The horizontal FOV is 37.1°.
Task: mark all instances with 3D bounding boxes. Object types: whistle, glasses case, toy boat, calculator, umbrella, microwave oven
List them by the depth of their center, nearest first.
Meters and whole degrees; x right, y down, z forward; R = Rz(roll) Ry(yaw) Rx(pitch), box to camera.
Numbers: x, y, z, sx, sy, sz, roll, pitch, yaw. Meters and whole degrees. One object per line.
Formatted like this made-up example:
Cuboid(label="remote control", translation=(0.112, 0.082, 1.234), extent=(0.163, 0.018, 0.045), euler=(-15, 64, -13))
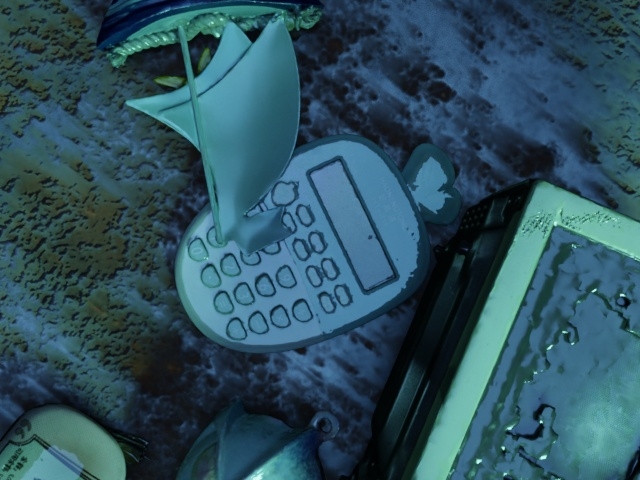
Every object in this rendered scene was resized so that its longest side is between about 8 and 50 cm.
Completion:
Cuboid(label="microwave oven", translation=(0.163, 0.149, 0.813), extent=(0.218, 0.286, 0.355), euler=(23, 89, -1))
Cuboid(label="whistle", translation=(-0.112, 0.277, 0.884), extent=(0.346, 0.134, 0.142), euler=(-43, 94, 6))
Cuboid(label="glasses case", translation=(-0.307, 0.294, 0.888), extent=(0.122, 0.075, 0.314), euler=(38, 87, -4))
Cuboid(label="toy boat", translation=(-0.089, -0.131, 0.899), extent=(0.220, 0.067, 0.291), euler=(-12, 82, -2))
Cuboid(label="umbrella", translation=(-0.198, 0.195, 0.926), extent=(0.083, 0.020, 0.031), euler=(28, 127, -2))
Cuboid(label="calculator", translation=(0.000, 0.000, 0.930), extent=(0.295, 0.042, 0.184), euler=(-25, 90, -1))
